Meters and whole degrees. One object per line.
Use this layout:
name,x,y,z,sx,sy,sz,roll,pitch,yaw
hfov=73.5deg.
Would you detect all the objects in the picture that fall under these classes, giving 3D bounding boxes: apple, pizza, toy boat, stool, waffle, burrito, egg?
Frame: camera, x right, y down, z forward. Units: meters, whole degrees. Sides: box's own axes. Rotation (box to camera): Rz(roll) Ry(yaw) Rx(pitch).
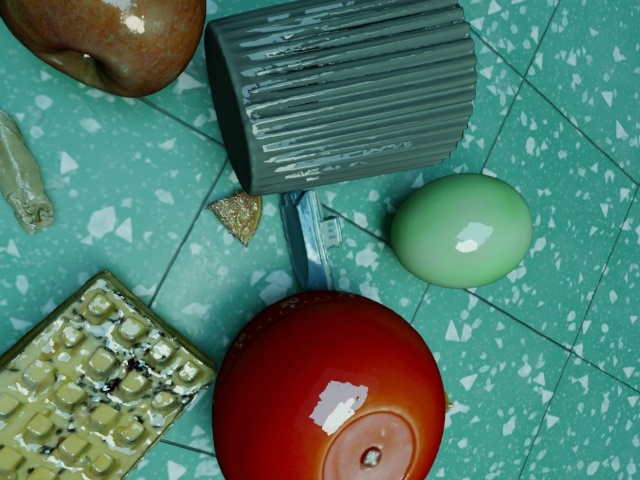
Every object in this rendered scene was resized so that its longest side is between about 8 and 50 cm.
apple,-0.272,-0.322,0.559,0.254,0.253,0.253,-2,95,-22
pizza,-0.137,-0.054,0.754,0.100,0.029,0.099,47,68,-21
toy boat,0.000,0.000,0.780,0.102,0.088,0.215,-14,99,-25
stool,0.014,-0.229,0.668,0.330,0.297,0.296,-16,100,-16
waffle,-0.366,0.257,0.634,0.376,0.114,0.261,-46,108,-13
burrito,-0.437,-0.102,0.613,0.058,0.045,0.188,-25,101,-26
egg,0.266,-0.017,0.817,0.270,0.220,0.220,-13,99,-20

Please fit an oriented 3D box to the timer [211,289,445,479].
timer,0.017,0.272,0.697,0.378,0.279,0.377,-3,100,-19

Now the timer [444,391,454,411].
timer,0.198,0.302,0.851,0.132,0.152,0.131,-2,95,-23
